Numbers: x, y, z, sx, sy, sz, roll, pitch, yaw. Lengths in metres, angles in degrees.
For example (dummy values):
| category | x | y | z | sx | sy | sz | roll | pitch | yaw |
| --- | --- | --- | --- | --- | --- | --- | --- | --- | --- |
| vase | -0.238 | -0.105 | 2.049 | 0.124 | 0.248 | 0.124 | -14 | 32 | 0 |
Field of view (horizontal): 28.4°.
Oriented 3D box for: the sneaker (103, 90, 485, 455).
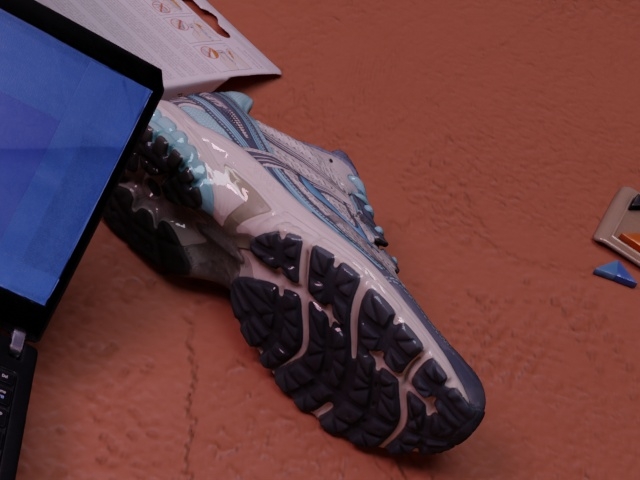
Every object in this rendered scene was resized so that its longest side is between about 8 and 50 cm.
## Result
| category | x | y | z | sx | sy | sz | roll | pitch | yaw |
| --- | --- | --- | --- | --- | --- | --- | --- | --- | --- |
| sneaker | 0.000 | 0.000 | 0.736 | 0.283 | 0.110 | 0.122 | 43 | 46 | 19 |

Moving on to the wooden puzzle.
| category | x | y | z | sx | sy | sz | roll | pitch | yaw |
| --- | --- | --- | --- | --- | --- | --- | --- | --- | --- |
| wooden puzzle | 0.234 | -0.005 | 0.889 | 0.078 | 0.014 | 0.116 | 26 | 46 | 4 |

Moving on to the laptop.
| category | x | y | z | sx | sy | sz | roll | pitch | yaw |
| --- | --- | --- | --- | --- | --- | --- | --- | --- | --- |
| laptop | -0.203 | -0.006 | 0.542 | 0.234 | 0.136 | 0.264 | 27 | 35 | -23 |

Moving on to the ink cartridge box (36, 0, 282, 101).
| category | x | y | z | sx | sy | sz | roll | pitch | yaw |
| --- | --- | --- | --- | --- | --- | --- | --- | --- | --- |
| ink cartridge box | -0.135 | -0.136 | 0.867 | 0.145 | 0.045 | 0.179 | 45 | 32 | 21 |
